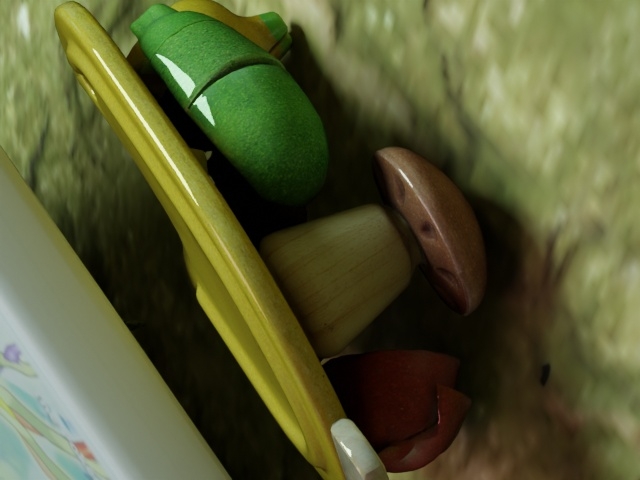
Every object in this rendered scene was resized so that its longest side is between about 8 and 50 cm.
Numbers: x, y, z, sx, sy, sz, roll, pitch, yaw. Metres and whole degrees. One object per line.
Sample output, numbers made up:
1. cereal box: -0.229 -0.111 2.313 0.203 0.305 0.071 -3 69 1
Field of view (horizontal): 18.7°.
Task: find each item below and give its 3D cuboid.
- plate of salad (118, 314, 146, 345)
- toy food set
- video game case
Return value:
1. plate of salad: -0.121 0.042 0.807 0.200 0.048 0.200 42 152 29
2. toy food set: 0.000 0.000 0.563 0.218 0.071 0.128 54 170 36
3. video game case: -0.136 0.059 0.750 0.329 0.036 0.300 55 154 3
